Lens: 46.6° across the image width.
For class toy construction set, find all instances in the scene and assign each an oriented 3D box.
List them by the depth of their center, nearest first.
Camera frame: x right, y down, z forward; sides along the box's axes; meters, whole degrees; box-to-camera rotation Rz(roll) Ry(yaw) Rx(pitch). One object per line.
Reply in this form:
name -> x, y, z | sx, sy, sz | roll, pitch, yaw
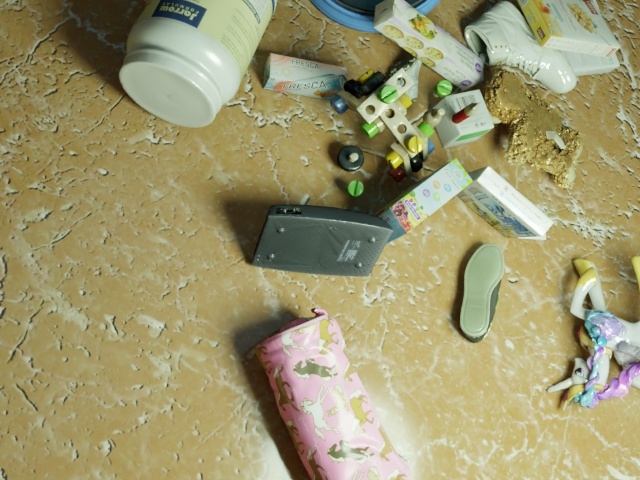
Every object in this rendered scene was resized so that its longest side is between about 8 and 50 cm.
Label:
toy construction set -> 0.185, -0.258, 1.545 | 0.309, 0.237, 0.257 | -16, 90, -9

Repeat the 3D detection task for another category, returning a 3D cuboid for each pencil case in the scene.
pencil case -> 0.022, 0.324, 1.407 | 0.167, 0.160, 0.386 | -19, 79, -49

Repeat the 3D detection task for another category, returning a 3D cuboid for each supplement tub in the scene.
supplement tub -> -0.243, -0.416, 1.493 | 0.236, 0.235, 0.324 | 25, 67, -11

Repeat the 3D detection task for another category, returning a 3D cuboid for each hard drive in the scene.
hard drive -> 0.000, 0.000, 1.498 | 0.255, 0.172, 0.054 | 6, 49, -16

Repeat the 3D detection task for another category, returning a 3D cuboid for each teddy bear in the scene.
teddy bear -> 0.505, -0.263, 1.791 | 0.338, 0.113, 0.245 | 22, 66, -27

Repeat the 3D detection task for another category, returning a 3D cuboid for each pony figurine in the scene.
pony figurine -> 0.705, 0.226, 1.655 | 0.351, 0.303, 0.363 | 8, 71, 16

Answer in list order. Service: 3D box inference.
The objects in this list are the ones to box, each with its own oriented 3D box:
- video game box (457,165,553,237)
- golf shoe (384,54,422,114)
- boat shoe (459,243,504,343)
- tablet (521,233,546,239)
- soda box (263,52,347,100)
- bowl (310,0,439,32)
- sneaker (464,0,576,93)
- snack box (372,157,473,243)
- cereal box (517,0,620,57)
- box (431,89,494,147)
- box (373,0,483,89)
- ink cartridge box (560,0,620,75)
video game box -> 0.392, -0.080, 1.641 | 0.187, 0.205, 0.048 | 42, 84, -4
golf shoe -> 0.201, -0.367, 1.749 | 0.086, 0.069, 0.176 | 48, 61, -29
boat shoe -> 0.355, 0.115, 1.645 | 0.081, 0.068, 0.227 | 10, 64, 20
tablet -> 0.500, -0.030, 1.774 | 0.083, 0.006, 0.054 | 3, 73, -19
soda box -> -0.034, -0.361, 1.652 | 0.183, 0.058, 0.062 | 6, 72, -18
bowl -> 0.129, -0.683, 1.716 | 0.392, 0.077, 0.390 | 0, 92, -2
sneaker -> 0.485, -0.448, 1.851 | 0.169, 0.108, 0.292 | -37, 79, -24
snack box -> 0.197, -0.074, 1.583 | 0.207, 0.174, 0.070 | -35, 91, -26
cereal box -> 0.623, -0.548, 1.869 | 0.240, 0.047, 0.173 | -1, 59, -28
box -> 0.329, -0.285, 1.745 | 0.101, 0.087, 0.101 | -16, 81, -23
box -> 0.255, -0.452, 1.717 | 0.324, 0.067, 0.063 | 23, 63, -38
ink cartridge box -> 0.660, -0.541, 1.969 | 0.224, 0.045, 0.223 | -9, 76, -21
